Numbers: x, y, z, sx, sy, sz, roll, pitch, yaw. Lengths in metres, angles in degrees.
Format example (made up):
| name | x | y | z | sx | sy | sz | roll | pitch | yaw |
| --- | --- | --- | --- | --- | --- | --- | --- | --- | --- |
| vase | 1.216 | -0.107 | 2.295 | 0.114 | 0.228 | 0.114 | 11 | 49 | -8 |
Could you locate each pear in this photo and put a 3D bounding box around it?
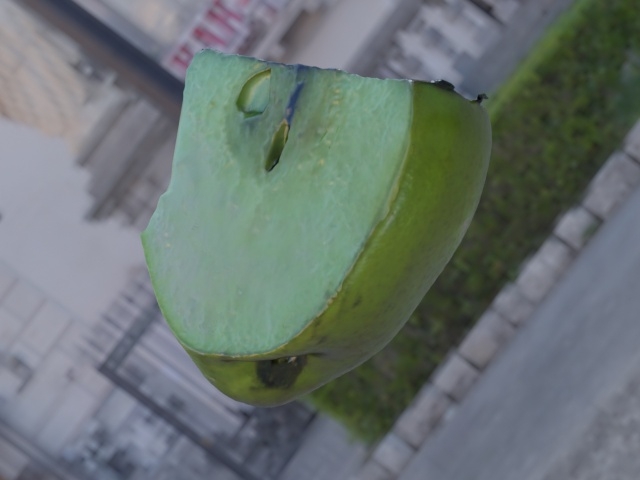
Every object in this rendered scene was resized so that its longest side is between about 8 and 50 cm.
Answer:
| name | x | y | z | sx | sy | sz | roll | pitch | yaw |
| --- | --- | --- | --- | --- | --- | --- | --- | --- | --- |
| pear | 0.000 | 0.000 | 1.464 | 0.286 | 0.176 | 0.282 | 13 | 87 | 44 |
